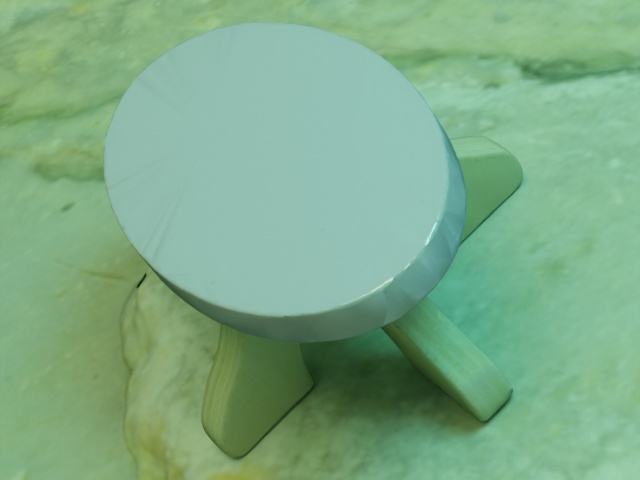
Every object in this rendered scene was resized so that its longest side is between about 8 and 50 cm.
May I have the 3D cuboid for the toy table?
[{"bbox_3d":[0.000,0.000,1.061,0.252,0.161,0.274,-36,44,1],"label":"toy table"}]
